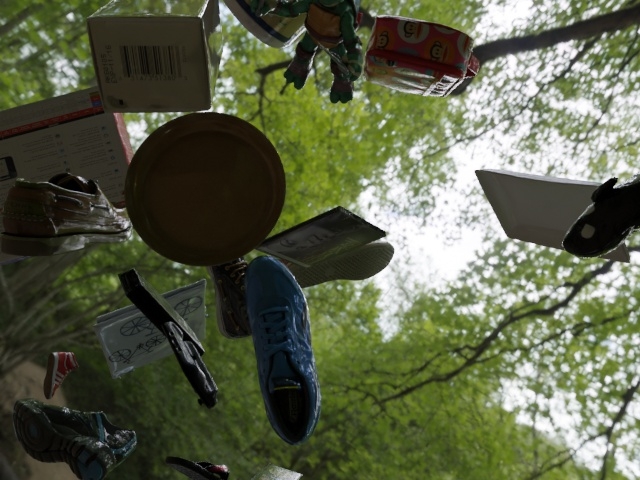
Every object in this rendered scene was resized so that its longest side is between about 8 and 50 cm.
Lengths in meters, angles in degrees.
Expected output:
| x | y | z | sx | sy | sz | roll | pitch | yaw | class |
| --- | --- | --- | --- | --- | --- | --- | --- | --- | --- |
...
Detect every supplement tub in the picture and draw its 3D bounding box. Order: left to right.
| x | y | z | sx | sy | sz | roll | pitch | yaw | class |
| --- | --- | --- | --- | --- | --- | --- | --- | --- | --- |
| -0.053 | -0.615 | 1.247 | 0.316 | 0.228 | 0.228 | -37 | -75 | 26 | supplement tub |

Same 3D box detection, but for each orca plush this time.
| x | y | z | sx | sy | sz | roll | pitch | yaw | class |
| --- | --- | --- | --- | --- | --- | --- | --- | --- | --- |
| 0.561 | -0.046 | 0.942 | 0.102 | 0.287 | 0.151 | -118 | -175 | -51 | orca plush |

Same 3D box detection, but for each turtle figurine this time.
| x | y | z | sx | sy | sz | roll | pitch | yaw | class |
| --- | --- | --- | --- | --- | --- | --- | --- | --- | --- |
| 0.002 | -0.289 | 0.779 | 0.175 | 0.118 | 0.234 | 40 | -13 | 12 | turtle figurine |

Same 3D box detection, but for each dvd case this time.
| x | y | z | sx | sy | sz | roll | pitch | yaw | class |
| --- | --- | --- | --- | --- | --- | --- | --- | --- | --- |
| 0.000 | 0.000 | 1.155 | 0.221 | 0.018 | 0.164 | -22 | -29 | 32 | dvd case |

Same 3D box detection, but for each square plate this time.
| x | y | z | sx | sy | sz | roll | pitch | yaw | class |
| --- | --- | --- | --- | --- | --- | --- | --- | --- | --- |
| 0.610 | -0.075 | 1.455 | 0.344 | 0.049 | 0.347 | 17 | -20 | 41 | square plate |

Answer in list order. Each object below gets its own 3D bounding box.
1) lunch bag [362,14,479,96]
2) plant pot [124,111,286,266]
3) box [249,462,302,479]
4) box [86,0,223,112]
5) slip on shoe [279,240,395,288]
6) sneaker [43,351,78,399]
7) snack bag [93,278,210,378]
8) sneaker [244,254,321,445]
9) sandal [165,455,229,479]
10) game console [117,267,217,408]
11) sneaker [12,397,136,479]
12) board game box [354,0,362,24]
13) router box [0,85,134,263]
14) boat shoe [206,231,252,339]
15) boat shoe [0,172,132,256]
| x | y | z | sx | sy | sz | roll | pitch | yaw | class |
| --- | --- | --- | --- | --- | --- | --- | --- | --- | --- |
| 0.231 | -0.412 | 1.281 | 0.258 | 0.120 | 0.293 | 13 | 6 | 2 | lunch bag |
| -0.169 | -0.076 | 0.832 | 0.236 | 0.236 | 0.032 | 37 | -10 | 5 | plant pot |
| -0.117 | 0.495 | 0.791 | 0.073 | 0.293 | 0.295 | 13 | -9 | 9 | box |
| -0.227 | -0.297 | 0.829 | 0.148 | 0.311 | 0.121 | -3 | -58 | -6 | box |
| 0.045 | 0.043 | 1.438 | 0.101 | 0.331 | 0.123 | -123 | -146 | -43 | slip on shoe |
| -0.634 | 0.329 | 1.367 | 0.042 | 0.118 | 0.067 | 19 | 9 | 38 | sneaker |
| -0.484 | 0.266 | 1.657 | 0.037 | 0.323 | 0.342 | 55 | -28 | 28 | snack bag |
| -0.040 | 0.116 | 0.612 | 0.082 | 0.069 | 0.209 | 105 | -26 | -84 | sneaker |
| -0.198 | 0.407 | 0.988 | 0.067 | 0.040 | 0.179 | -12 | -45 | 32 | sandal |
| -0.281 | 0.183 | 1.061 | 0.213 | 0.044 | 0.361 | 56 | -12 | -31 | game console |
| -0.605 | 0.470 | 1.359 | 0.341 | 0.140 | 0.125 | 18 | -71 | 23 | sneaker |
| 0.092 | -0.613 | 1.558 | 0.033 | 0.168 | 0.133 | 19 | -34 | -18 | board game box |
| -0.563 | -0.134 | 1.175 | 0.082 | 0.335 | 0.301 | -161 | -124 | -86 | router box |
| -0.122 | 0.056 | 0.841 | 0.083 | 0.065 | 0.183 | -15 | -94 | 45 | boat shoe |
| -0.366 | -0.050 | 0.858 | 0.111 | 0.104 | 0.307 | 5 | 8 | 0 | boat shoe |
